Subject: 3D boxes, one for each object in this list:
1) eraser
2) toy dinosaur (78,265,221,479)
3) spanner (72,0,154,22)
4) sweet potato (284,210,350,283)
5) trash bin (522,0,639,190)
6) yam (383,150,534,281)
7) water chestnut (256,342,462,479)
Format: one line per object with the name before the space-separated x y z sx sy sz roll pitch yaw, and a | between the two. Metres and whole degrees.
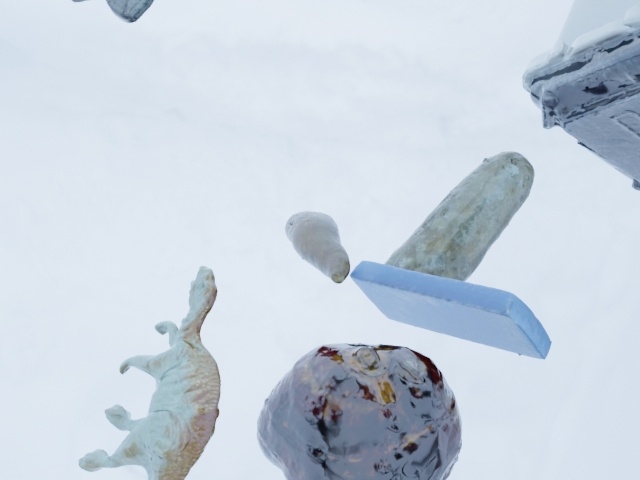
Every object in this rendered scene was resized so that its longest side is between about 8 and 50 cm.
eraser | 0.200 0.105 1.429 0.144 0.312 0.043 47 65 -40
toy dinosaur | -0.185 0.230 1.027 0.092 0.205 0.393 26 52 -48
spanner | -0.232 -0.326 0.904 0.093 0.325 0.026 -26 150 2
sweet potato | 0.000 0.000 1.339 0.077 0.243 0.077 -4 104 -15
trash bin | 0.416 -0.260 0.953 0.256 0.296 0.368 29 70 -20
yam | 0.252 -0.025 1.594 0.330 0.133 0.133 -48 137 -12
water chestnut | 0.058 0.277 1.301 0.289 0.244 0.289 5 76 -20
